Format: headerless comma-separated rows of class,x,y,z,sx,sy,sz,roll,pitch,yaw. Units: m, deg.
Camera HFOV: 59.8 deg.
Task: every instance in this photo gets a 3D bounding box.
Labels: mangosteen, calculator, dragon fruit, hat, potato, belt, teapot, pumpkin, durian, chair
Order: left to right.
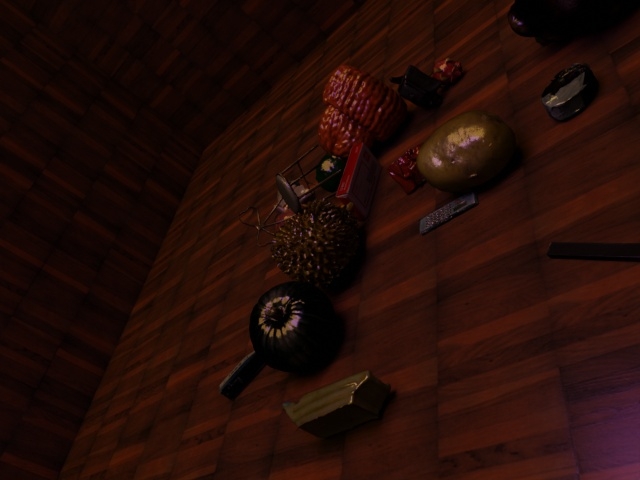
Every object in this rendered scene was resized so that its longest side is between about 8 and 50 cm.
chair,-0.097,-0.139,1.741,0.326,0.160,0.170,-33,-21,-12
pumpkin,-0.078,0.221,1.459,0.250,0.216,0.249,-13,59,23
durian,-0.007,0.007,1.599,0.258,0.258,0.293,-32,18,36
hat,0.092,-0.374,1.901,0.400,0.285,0.285,-56,24,19
teapot,0.301,-0.477,1.765,0.096,0.177,0.087,-51,-9,-38
dragon fruit,0.300,-0.217,1.582,0.192,0.122,0.092,-39,69,19
dragon fruit,0.395,-0.536,1.780,0.116,0.081,0.086,10,76,60
calculator,0.319,-0.072,1.403,0.172,0.018,0.057,-31,35,34
potato,0.357,-0.215,1.366,0.228,0.149,0.197,-48,39,25
mangosteen,0.595,-0.641,1.358,0.313,0.297,0.297,-31,34,30
belt,0.574,-0.340,1.280,0.140,0.058,0.105,-50,32,-3

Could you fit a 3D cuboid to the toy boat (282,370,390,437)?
toy boat,0.028,0.369,1.220,0.276,0.111,0.084,-30,40,36

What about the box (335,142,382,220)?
box,0.122,-0.182,1.734,0.050,0.123,0.229,-13,45,38

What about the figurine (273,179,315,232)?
figurine,-0.094,-0.075,1.898,0.207,0.166,0.387,-45,26,21

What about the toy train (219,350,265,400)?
toy train,-0.210,0.374,1.660,0.234,0.052,0.051,-48,22,9

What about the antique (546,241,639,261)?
antique,0.498,0.020,1.006,0.192,0.015,0.031,1,59,59
